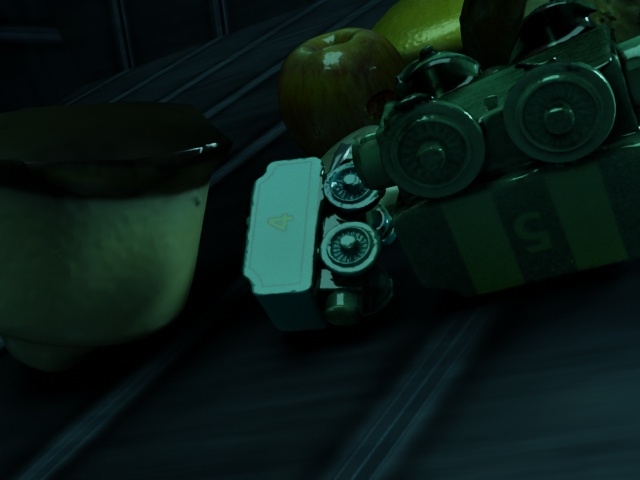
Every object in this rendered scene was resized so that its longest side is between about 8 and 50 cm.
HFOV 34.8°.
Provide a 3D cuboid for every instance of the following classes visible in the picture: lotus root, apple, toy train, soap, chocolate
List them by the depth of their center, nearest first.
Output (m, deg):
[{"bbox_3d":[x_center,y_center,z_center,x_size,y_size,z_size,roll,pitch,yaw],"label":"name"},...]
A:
[{"bbox_3d":[0.186,-0.075,0.953,0.299,0.238,0.167,-16,28,23],"label":"toy train"},{"bbox_3d":[0.000,0.000,1.071,0.154,0.107,0.198,-5,57,14],"label":"toy train"},{"bbox_3d":[-0.278,-0.009,1.244,0.325,0.297,0.314,-10,23,-18],"label":"chocolate"},{"bbox_3d":[0.320,-0.293,1.388,0.250,0.251,0.346,-23,20,-2],"label":"lotus root"},{"bbox_3d":[0.038,-0.226,1.594,0.211,0.188,0.211,-18,23,8],"label":"apple"},{"bbox_3d":[0.235,-0.445,2.057,0.305,0.115,0.427,-13,21,16],"label":"soap"}]

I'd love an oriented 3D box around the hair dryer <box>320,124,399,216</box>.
[{"bbox_3d":[0.066,-0.017,1.180,0.296,0.119,0.298,-40,38,-25],"label":"hair dryer"}]
